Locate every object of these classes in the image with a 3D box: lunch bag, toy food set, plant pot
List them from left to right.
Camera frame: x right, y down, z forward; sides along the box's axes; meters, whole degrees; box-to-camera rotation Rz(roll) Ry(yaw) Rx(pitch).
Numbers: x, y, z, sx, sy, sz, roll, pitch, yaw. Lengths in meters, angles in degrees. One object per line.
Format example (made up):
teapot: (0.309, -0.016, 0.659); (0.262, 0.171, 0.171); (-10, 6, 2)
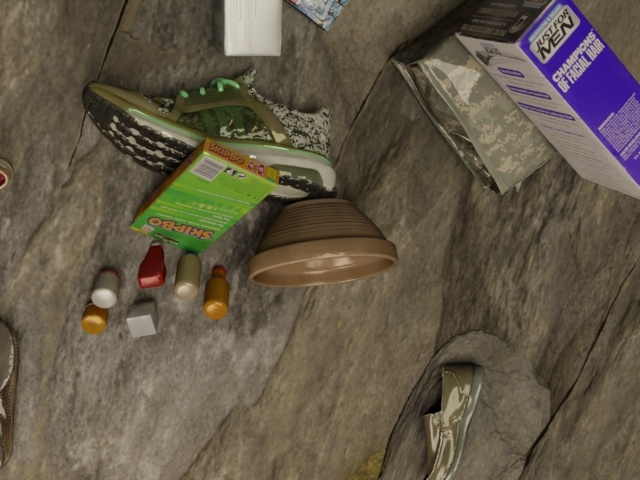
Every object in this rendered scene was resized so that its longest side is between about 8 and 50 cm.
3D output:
toy food set: (-0.266, 0.073, 1.627); (0.232, 0.104, 0.111); (-10, 123, 5)
plant pot: (0.000, 0.000, 1.621); (0.237, 0.237, 0.109); (-2, 77, -16)
lunch bag: (0.297, -0.244, 1.645); (0.235, 0.169, 0.287); (-38, 108, -4)

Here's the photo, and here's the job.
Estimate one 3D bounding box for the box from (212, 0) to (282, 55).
box: (-0.111, -0.331, 1.532); (0.087, 0.101, 0.101); (-4, 108, -16)

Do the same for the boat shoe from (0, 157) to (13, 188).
boat shoe: (-0.538, -0.096, 1.497); (0.170, 0.059, 0.063); (-5, 107, -15)

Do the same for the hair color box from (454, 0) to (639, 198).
hair color box: (0.369, -0.215, 1.489); (0.339, 0.185, 0.110); (41, 89, -25)

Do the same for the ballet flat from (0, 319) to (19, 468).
ballet flat: (-0.510, 0.243, 1.614); (0.084, 0.058, 0.249); (6, 100, 12)

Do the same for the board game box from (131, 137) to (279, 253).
board game box: (-0.180, -0.059, 1.550); (0.124, 0.039, 0.259); (24, 141, -24)

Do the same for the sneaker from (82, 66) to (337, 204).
sneaker: (-0.157, -0.187, 1.570); (0.410, 0.158, 0.182); (17, 69, -19)

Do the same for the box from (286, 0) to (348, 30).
box: (0.011, -0.408, 1.586); (0.094, 0.027, 0.137); (34, 94, -24)

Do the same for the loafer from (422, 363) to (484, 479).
loafer: (0.223, 0.334, 1.846); (0.087, 0.094, 0.251); (17, 92, 4)
